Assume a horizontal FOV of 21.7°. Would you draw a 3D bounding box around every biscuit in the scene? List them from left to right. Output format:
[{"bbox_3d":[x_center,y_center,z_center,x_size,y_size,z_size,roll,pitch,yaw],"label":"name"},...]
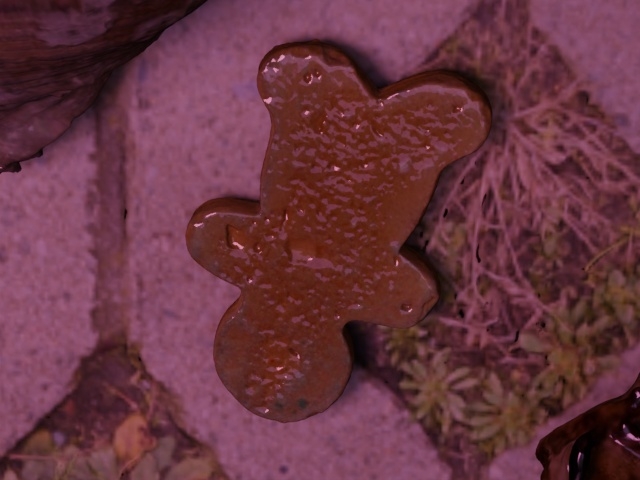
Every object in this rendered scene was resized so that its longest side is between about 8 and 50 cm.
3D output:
[{"bbox_3d":[0.000,0.000,0.969,0.153,0.030,0.234,16,112,0],"label":"biscuit"}]

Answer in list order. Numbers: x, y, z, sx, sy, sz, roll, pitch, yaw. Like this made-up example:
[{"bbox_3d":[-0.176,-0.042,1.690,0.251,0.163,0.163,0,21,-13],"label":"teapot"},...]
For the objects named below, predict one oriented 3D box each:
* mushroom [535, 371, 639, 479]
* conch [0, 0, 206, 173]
[{"bbox_3d":[0.246,0.188,0.929,0.283,0.195,0.263,46,144,-8],"label":"mushroom"},{"bbox_3d":[-0.178,-0.180,0.834,0.297,0.210,0.352,31,109,9],"label":"conch"}]
